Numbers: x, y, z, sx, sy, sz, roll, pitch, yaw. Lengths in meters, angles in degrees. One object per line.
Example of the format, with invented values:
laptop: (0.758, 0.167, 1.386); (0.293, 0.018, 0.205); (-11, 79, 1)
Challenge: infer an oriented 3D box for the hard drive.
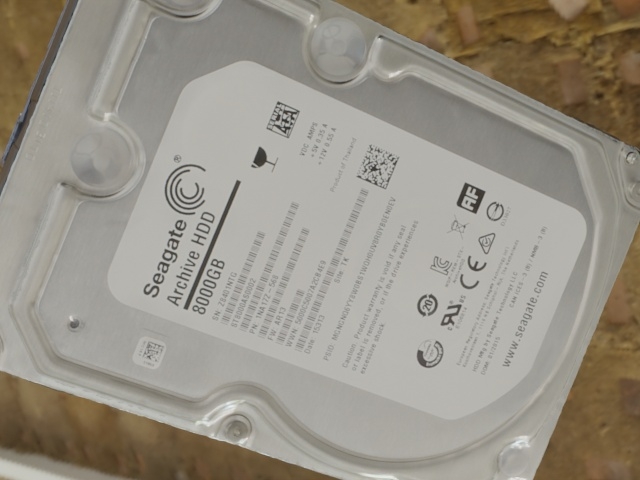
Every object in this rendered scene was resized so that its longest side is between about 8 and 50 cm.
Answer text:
hard drive: (0.000, 0.000, 0.618); (0.237, 0.338, 0.064); (-67, -160, 1)
